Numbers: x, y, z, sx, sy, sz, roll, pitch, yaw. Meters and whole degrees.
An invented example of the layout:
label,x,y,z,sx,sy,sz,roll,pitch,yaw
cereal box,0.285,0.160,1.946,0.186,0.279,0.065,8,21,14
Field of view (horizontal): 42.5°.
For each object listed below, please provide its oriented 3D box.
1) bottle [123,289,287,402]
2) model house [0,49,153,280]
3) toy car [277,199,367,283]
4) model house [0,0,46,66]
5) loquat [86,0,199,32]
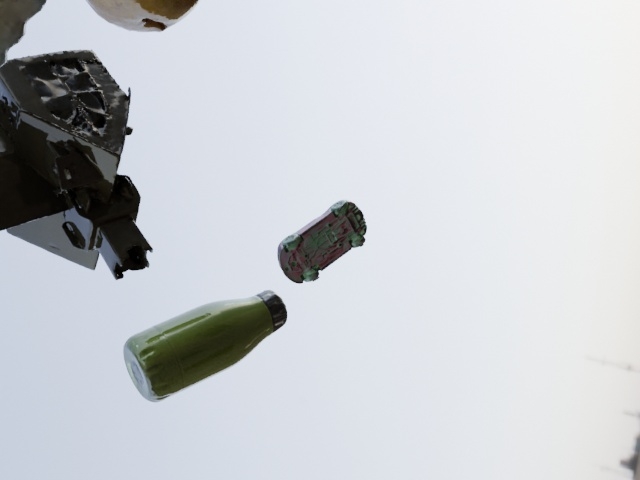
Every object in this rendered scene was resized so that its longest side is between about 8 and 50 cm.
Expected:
label,x,y,z,sx,sy,sz,roll,pitch,yaw
bottle,-0.173,0.155,1.298,0.260,0.112,0.112,-23,-59,-28
model house,-0.290,-0.054,0.924,0.204,0.243,0.211,-23,-25,-36
toy car,0.000,0.000,1.130,0.142,0.055,0.069,-36,-65,-15
model house,-0.399,-0.213,0.474,0.445,0.395,0.400,-26,-25,-30
loquat,-0.277,-0.425,1.268,0.208,0.208,0.208,-25,-61,-56
